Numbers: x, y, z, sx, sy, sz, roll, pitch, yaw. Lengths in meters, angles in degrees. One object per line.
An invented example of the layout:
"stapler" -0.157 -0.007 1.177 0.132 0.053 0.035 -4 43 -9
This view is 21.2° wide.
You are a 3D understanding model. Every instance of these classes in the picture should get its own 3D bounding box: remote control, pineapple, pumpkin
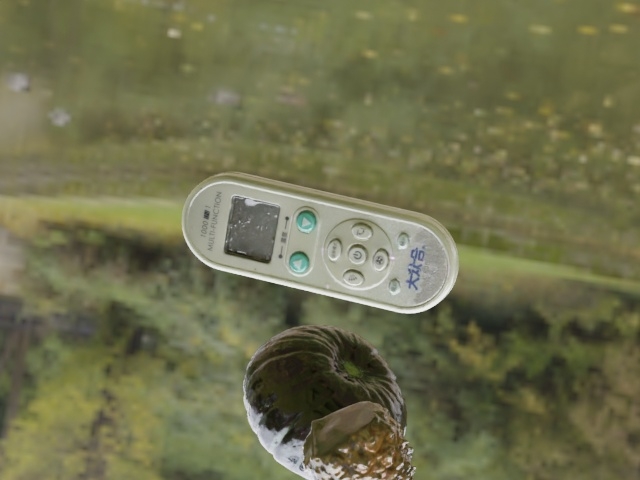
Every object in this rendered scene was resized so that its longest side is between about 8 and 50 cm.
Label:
"remote control" 0.000 0.000 1.330 0.221 0.078 0.042 13 -165 14
"pineapple" 0.060 0.255 1.662 0.108 0.197 0.108 -24 -161 9
"pumpkin" 0.004 0.186 1.924 0.202 0.140 0.202 28 -150 -17
